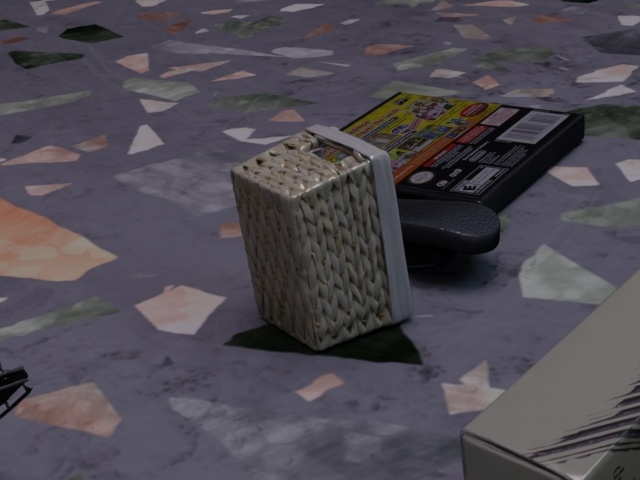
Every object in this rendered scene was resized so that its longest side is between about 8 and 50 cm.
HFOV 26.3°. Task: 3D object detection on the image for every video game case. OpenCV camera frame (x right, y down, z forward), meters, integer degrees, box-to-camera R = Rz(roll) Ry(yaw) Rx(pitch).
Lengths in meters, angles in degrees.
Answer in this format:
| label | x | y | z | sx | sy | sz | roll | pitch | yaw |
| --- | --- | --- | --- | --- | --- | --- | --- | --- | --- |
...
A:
| label | x | y | z | sx | sy | sz | roll | pitch | yaw |
| --- | --- | --- | --- | --- | --- | --- | --- | --- | --- |
| video game case | 0.130 | -0.098 | 1.540 | 0.248 | 0.035 | 0.275 | 11 | 29 | 31 |

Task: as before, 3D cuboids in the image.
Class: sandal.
| label | x | y | z | sx | sy | sz | roll | pitch | yaw |
| --- | --- | --- | --- | --- | --- | --- | --- | --- | --- |
| sandal | 0.077 | -0.007 | 1.339 | 0.097 | 0.055 | 0.254 | -16 | 16 | -39 |

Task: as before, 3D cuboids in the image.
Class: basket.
| label | x | y | z | sx | sy | sz | roll | pitch | yaw |
| --- | --- | --- | --- | --- | --- | --- | --- | --- | --- |
| basket | 0.000 | 0.000 | 1.190 | 0.103 | 0.167 | 0.113 | -26 | 30 | -27 |

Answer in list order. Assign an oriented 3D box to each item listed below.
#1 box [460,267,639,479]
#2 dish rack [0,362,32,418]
| label | x | y | z | sx | sy | sz | roll | pitch | yaw |
| --- | --- | --- | --- | --- | --- | --- | --- | --- | --- |
| box | 0.214 | 0.108 | 0.921 | 0.094 | 0.113 | 0.275 | 20 | 44 | 38 |
| dish rack | -0.317 | 0.164 | 0.883 | 0.271 | 0.074 | 0.208 | -17 | -11 | -43 |
